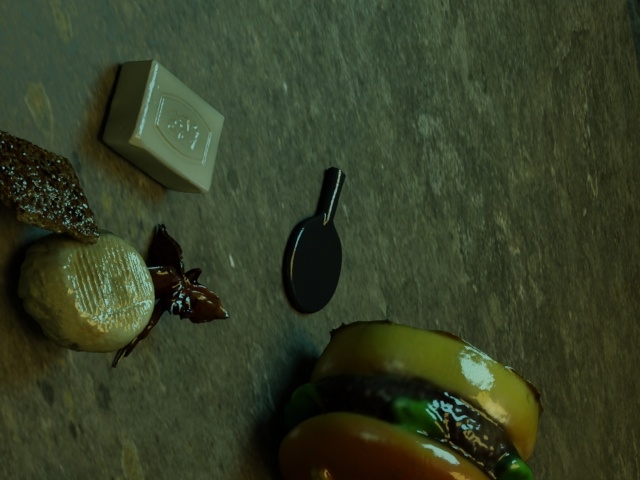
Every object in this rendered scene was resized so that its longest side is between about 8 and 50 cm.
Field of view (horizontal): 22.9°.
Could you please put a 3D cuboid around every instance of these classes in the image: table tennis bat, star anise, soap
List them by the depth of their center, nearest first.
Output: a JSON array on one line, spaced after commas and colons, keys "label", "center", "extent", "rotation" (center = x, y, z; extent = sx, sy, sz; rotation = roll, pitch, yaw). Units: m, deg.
[{"label": "soap", "center": [-0.207, -0.148, 2.103], "extent": [0.183, 0.064, 0.121], "rotation": [37, 60, -54]}, {"label": "star anise", "center": [-0.220, 0.085, 2.117], "extent": [0.158, 0.144, 0.140], "rotation": [51, 24, -8]}, {"label": "table tennis bat", "center": [0.000, 0.000, 2.487], "extent": [0.150, 0.027, 0.236], "rotation": [32, 68, -55]}]

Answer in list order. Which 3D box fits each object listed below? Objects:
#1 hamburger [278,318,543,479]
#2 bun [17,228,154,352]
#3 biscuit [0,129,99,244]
[{"label": "hamburger", "center": [0.119, 0.325, 2.411], "extent": [0.396, 0.396, 0.277], "rotation": [58, 46, -43]}, {"label": "bun", "center": [-0.295, 0.064, 1.954], "extent": [0.188, 0.111, 0.164], "rotation": [-18, 89, -56]}, {"label": "biscuit", "center": [-0.351, -0.073, 1.849], "extent": [0.237, 0.026, 0.131], "rotation": [24, 33, -57]}]
